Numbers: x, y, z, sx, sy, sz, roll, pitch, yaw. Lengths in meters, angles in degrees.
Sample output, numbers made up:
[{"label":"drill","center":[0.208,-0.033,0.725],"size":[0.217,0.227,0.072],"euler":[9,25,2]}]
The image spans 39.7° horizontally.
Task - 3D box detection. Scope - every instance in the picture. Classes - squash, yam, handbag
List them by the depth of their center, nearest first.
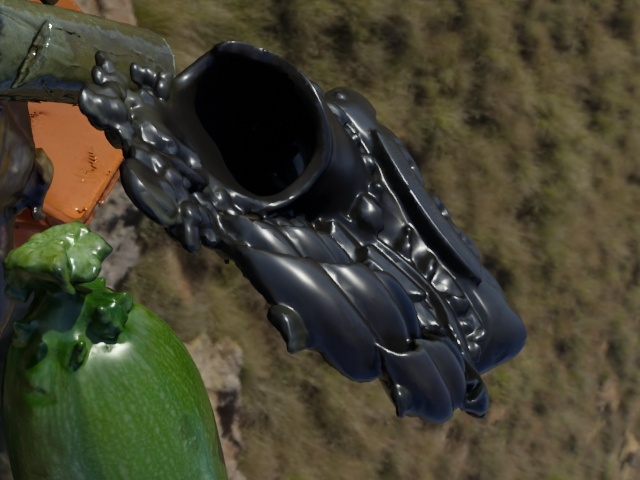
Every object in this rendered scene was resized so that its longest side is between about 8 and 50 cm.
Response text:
[{"label":"squash","center":[-0.093,0.149,0.455],"size":[0.101,0.101,0.379],"euler":[-39,140,-38]},{"label":"yam","center":[-0.138,-0.099,0.482],"size":[0.132,0.054,0.054],"euler":[-5,108,-56]},{"label":"handbag","center":[-0.372,-0.178,1.092],"size":[0.303,0.116,0.410],"euler":[48,26,-21]}]

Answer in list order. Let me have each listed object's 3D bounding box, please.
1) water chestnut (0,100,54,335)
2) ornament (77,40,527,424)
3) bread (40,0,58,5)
[{"label":"water chestnut","center":[-0.367,-0.035,0.582],"size":[0.346,0.335,0.335],"euler":[13,94,-36]},{"label":"ornament","center":[0.000,0.000,0.473],"size":[0.106,0.251,0.260],"euler":[-38,170,14]},{"label":"bread","center":[-0.183,-0.355,0.566],"size":[0.366,0.129,0.382],"euler":[108,-5,-78]}]
